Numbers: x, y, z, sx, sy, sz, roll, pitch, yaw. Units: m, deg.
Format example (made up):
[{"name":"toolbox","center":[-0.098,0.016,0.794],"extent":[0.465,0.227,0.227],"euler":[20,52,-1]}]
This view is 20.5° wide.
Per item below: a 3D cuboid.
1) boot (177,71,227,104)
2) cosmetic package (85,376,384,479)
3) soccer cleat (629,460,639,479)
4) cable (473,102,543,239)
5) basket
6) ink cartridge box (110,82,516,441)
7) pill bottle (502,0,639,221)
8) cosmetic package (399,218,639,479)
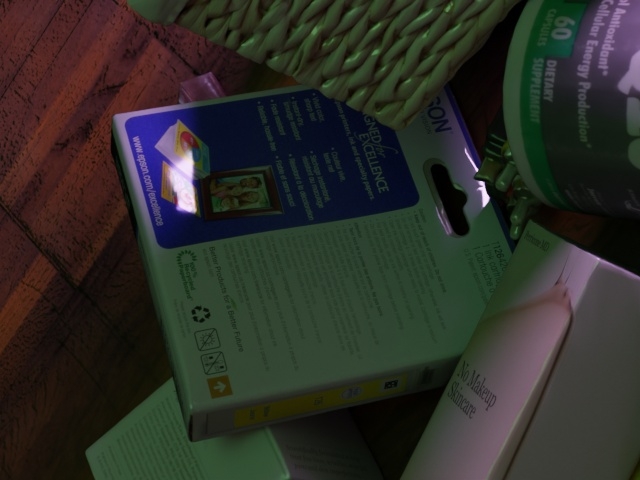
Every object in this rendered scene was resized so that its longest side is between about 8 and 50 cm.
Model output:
[{"name":"boot","center":[-0.119,-0.101,1.735],"extent":[0.106,0.037,0.114],"euler":[-45,59,3]},{"name":"cosmetic package","center":[-0.074,0.203,1.552],"extent":[0.183,0.151,0.151],"euler":[-41,59,22]},{"name":"soccer cleat","center":[0.278,0.165,1.362],"extent":[0.289,0.093,0.121],"euler":[-61,22,13]},{"name":"cable","center":[0.209,-0.132,1.483],"extent":[0.072,0.139,0.287],"euler":[25,73,19]},{"name":"basket","center":[0.038,-0.327,1.396],"extent":[0.331,0.266,0.328],"euler":[-50,28,31]},{"name":"ink cartridge box","center":[0.000,0.000,1.519],"extent":[0.072,0.307,0.304],"euler":[102,155,-55]},{"name":"pill bottle","center":[0.335,-0.102,1.299],"extent":[0.361,0.204,0.204],"euler":[8,83,37]},{"name":"cosmetic package","center":[0.164,0.155,1.376],"extent":[0.309,0.113,0.160],"euler":[-65,17,4]}]
